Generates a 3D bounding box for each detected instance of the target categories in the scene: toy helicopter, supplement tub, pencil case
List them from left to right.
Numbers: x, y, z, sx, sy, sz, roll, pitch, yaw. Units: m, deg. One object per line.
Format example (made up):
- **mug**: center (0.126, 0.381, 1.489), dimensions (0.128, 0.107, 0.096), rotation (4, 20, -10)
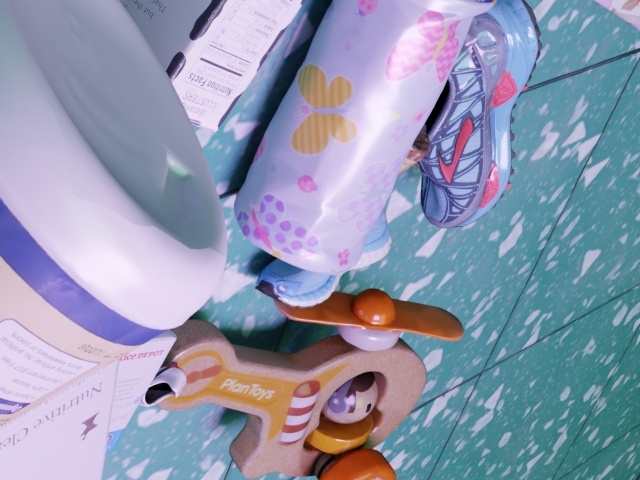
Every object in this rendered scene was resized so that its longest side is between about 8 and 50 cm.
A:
- **supplement tub**: center (-0.227, 0.001, 0.697), dimensions (0.316, 0.228, 0.228), rotation (-30, 157, 11)
- **toy helicopter**: center (-0.019, 0.124, 1.410), dimensions (0.235, 0.140, 0.355), rotation (-50, 143, 16)
- **pencil case**: center (0.032, -0.106, 1.183), dimensions (0.124, 0.113, 0.273), rotation (-17, 140, -56)

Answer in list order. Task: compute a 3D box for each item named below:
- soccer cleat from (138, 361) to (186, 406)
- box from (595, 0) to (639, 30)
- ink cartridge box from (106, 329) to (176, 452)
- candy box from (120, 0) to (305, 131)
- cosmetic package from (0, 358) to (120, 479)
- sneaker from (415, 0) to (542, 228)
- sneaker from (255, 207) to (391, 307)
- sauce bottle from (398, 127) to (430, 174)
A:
- **soccer cleat**: center (-0.150, 0.123, 1.259), dimensions (0.083, 0.036, 0.029), rotation (-13, 121, 13)
- **box**: center (0.248, -0.254, 1.387), dimensions (0.063, 0.067, 0.324), rotation (-56, 155, 13)
- **ink cartridge box**: center (-0.181, 0.111, 1.209), dimensions (0.088, 0.052, 0.122), rotation (-3, 129, -58)
- **candy box**: center (-0.074, -0.187, 0.839), dimensions (0.196, 0.165, 0.070), rotation (-55, 153, 12)
- **cosmetic package**: center (-0.267, 0.160, 1.015), dimensions (0.217, 0.156, 0.385), rotation (-33, 149, -36)
- **sneaker**: center (0.100, -0.110, 1.342), dimensions (0.125, 0.104, 0.262), rotation (-17, 138, -22)
- **sneaker**: center (0.000, 0.000, 1.360), dimensions (0.162, 0.063, 0.073), rotation (-36, 138, -41)
- **sauce bottle**: center (0.035, -0.058, 1.293), dimensions (0.128, 0.042, 0.042), rotation (-34, 166, 33)
